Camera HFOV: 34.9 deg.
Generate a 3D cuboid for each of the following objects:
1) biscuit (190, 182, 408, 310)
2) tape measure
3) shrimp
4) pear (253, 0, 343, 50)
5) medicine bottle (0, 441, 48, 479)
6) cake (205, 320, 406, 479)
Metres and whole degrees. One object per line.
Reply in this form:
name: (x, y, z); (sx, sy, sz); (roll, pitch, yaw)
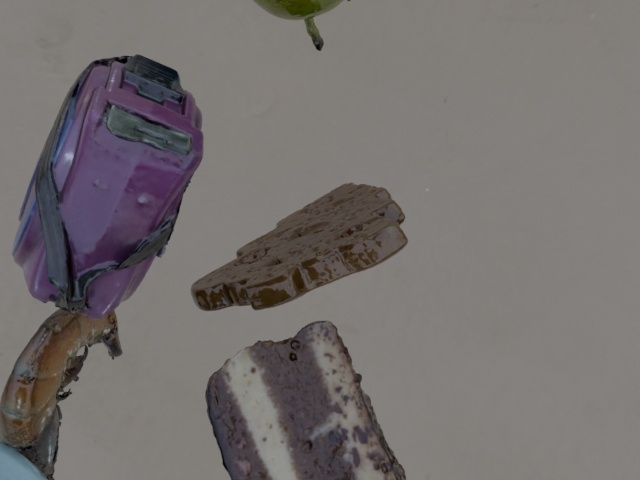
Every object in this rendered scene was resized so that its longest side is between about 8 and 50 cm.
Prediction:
biscuit: (0.001, 0.001, 1.212); (0.278, 0.301, 0.043); (-15, 108, 30)
tape measure: (-0.197, -0.048, 0.969); (0.149, 0.245, 0.231); (20, 118, -16)
shrimp: (-0.303, 0.192, 1.196); (0.054, 0.222, 0.290); (19, 117, 12)
pear: (-0.024, -0.293, 1.046); (0.166, 0.180, 0.216); (-11, 116, -9)
medicine bottle: (-0.356, 0.327, 0.868); (0.245, 0.245, 0.290); (36, 135, 3)
cake: (0.011, 0.186, 0.713); (0.112, 0.135, 0.246); (-25, 81, 1)
